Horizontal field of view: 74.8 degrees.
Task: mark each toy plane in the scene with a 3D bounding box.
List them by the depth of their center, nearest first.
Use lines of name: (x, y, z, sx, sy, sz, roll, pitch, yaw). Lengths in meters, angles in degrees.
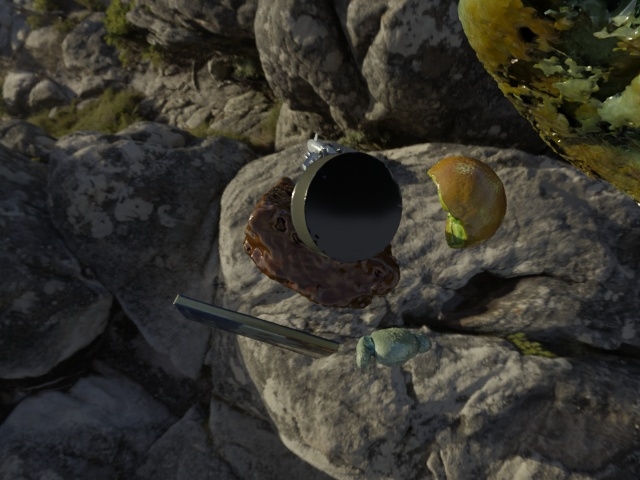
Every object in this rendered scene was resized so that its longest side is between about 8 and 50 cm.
toy plane: (0.014, -0.215, 1.061, 0.171, 0.162, 0.065, 54, 142, 33)

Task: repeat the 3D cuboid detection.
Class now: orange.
orange: (0.363, -0.090, 1.016, 0.159, 0.179, 0.237, -3, 125, 31)

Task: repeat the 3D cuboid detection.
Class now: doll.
doll: (0.168, 0.247, 0.981, 0.103, 0.214, 0.071, 47, 135, 45)

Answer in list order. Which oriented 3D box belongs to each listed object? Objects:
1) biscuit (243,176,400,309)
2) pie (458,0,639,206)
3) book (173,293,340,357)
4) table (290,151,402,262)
biscuit: (0.000, 0.000, 1.013, 0.343, 0.395, 0.166, 29, 107, -4)
pie: (0.249, -0.084, 0.281, 0.371, 0.297, 0.078, 46, 104, 27)
book: (-0.178, 0.252, 1.174, 0.429, 0.300, 0.039, 17, 70, -3)
table: (0.033, -0.040, 0.512, 0.134, 0.043, 0.133, -3, 98, -23)
